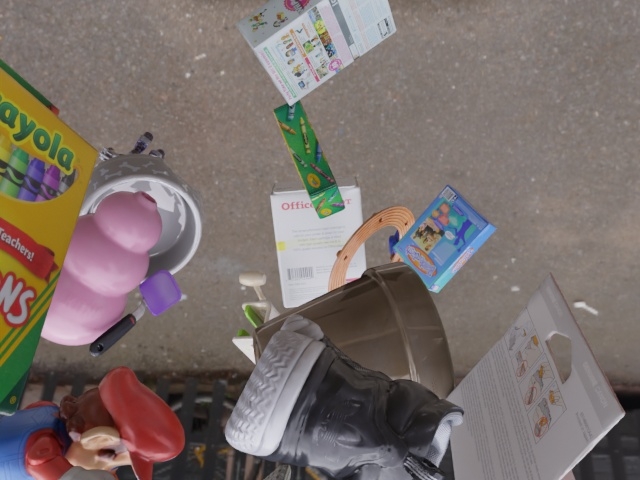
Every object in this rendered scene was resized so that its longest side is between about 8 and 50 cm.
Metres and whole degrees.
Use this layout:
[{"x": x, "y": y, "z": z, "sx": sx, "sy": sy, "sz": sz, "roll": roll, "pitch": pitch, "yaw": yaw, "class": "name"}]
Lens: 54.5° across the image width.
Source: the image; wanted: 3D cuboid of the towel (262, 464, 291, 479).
[{"x": -0.181, "y": 0.654, "z": 1.256, "sx": 0.056, "sy": 0.312, "sz": 0.324, "roll": 37, "pitch": 118, "yaw": -10, "class": "towel"}]

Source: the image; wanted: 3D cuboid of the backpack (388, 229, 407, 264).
[{"x": 0.272, "y": 0.029, "z": 1.945, "sx": 0.101, "sy": 0.120, "sz": 0.098, "roll": -17, "pitch": 121, "yaw": -7, "class": "backpack"}]

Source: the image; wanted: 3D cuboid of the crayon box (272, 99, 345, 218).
[{"x": -0.029, "y": -0.214, "z": 1.656, "sx": 0.081, "sy": 0.278, "sz": 0.165, "roll": -23, "pitch": 160, "yaw": 2, "class": "crayon box"}]

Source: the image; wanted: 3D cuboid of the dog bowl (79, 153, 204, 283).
[{"x": -0.465, "y": -0.043, "z": 1.596, "sx": 0.348, "sy": 0.102, "sz": 0.349, "roll": -9, "pitch": 119, "yaw": -17, "class": "dog bowl"}]

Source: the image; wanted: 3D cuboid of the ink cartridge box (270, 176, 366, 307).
[{"x": 0.000, "y": 0.000, "z": 2.003, "sx": 0.279, "sy": 0.160, "sz": 0.385, "roll": -5, "pitch": 109, "yaw": 0, "class": "ink cartridge box"}]

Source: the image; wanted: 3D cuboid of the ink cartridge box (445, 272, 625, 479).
[{"x": 0.260, "y": 0.216, "z": 0.762, "sx": 0.066, "sy": 0.296, "sz": 0.261, "roll": 29, "pitch": 114, "yaw": -7, "class": "ink cartridge box"}]

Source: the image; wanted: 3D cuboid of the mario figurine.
[{"x": -0.314, "y": 0.257, "z": 0.694, "sx": 0.320, "sy": 0.198, "sz": 0.170, "roll": -4, "pitch": 134, "yaw": -16, "class": "mario figurine"}]

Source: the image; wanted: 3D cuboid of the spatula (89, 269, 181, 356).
[{"x": -0.374, "y": 0.148, "z": 1.259, "sx": 0.030, "sy": 0.296, "sz": 0.084, "roll": -17, "pitch": 106, "yaw": 22, "class": "spatula"}]

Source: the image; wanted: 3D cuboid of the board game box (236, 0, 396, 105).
[{"x": 0.000, "y": -0.466, "z": 1.365, "sx": 0.303, "sy": 0.097, "sz": 0.224, "roll": -34, "pitch": 153, "yaw": 3, "class": "board game box"}]

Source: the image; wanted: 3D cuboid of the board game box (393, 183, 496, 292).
[{"x": 0.294, "y": -0.005, "z": 1.493, "sx": 0.047, "sy": 0.160, "sz": 0.210, "roll": 21, "pitch": 115, "yaw": -47, "class": "board game box"}]

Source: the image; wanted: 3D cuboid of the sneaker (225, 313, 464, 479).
[{"x": 0.019, "y": 0.136, "z": 0.488, "sx": 0.153, "sy": 0.101, "sz": 0.268, "roll": 27, "pitch": 175, "yaw": 3, "class": "sneaker"}]

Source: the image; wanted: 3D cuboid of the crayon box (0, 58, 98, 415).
[{"x": -0.303, "y": -0.031, "z": 0.519, "sx": 0.081, "sy": 0.319, "sz": 0.202, "roll": 2, "pitch": 159, "yaw": 19, "class": "crayon box"}]

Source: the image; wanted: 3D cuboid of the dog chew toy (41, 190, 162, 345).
[{"x": -0.433, "y": 0.043, "z": 1.211, "sx": 0.332, "sy": 0.206, "sz": 0.206, "roll": -50, "pitch": 131, "yaw": 9, "class": "dog chew toy"}]

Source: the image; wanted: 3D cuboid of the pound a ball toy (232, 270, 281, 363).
[{"x": -0.133, "y": 0.253, "z": 1.832, "sx": 0.135, "sy": 0.208, "sz": 0.319, "roll": -6, "pitch": 140, "yaw": 23, "class": "pound a ball toy"}]

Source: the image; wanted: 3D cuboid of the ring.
[{"x": 0.141, "y": 0.046, "z": 1.735, "sx": 0.032, "sy": 0.336, "sz": 0.336, "roll": 37, "pitch": 166, "yaw": 32, "class": "ring"}]

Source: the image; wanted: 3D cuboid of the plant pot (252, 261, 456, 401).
[{"x": 0.038, "y": 0.218, "z": 1.066, "sx": 0.280, "sy": 0.323, "sz": 0.323, "roll": -11, "pitch": 152, "yaw": -12, "class": "plant pot"}]

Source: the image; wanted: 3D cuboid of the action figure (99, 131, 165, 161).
[{"x": -0.568, "y": -0.237, "z": 1.906, "sx": 0.185, "sy": 0.285, "sz": 0.099, "roll": 41, "pitch": 112, "yaw": -9, "class": "action figure"}]
